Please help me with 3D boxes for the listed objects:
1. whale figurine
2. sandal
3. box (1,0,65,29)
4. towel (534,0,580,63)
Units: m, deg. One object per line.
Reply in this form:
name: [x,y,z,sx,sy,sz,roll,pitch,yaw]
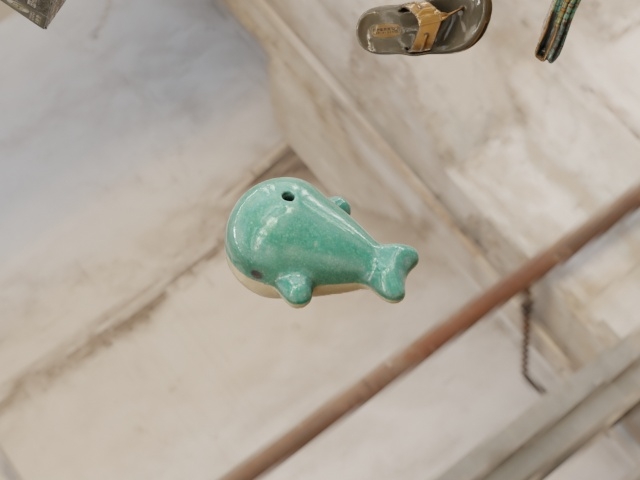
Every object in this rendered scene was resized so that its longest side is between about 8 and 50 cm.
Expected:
whale figurine: [0.000,0.000,2.061,0.141,0.272,0.216,93,-162,-44]
sandal: [0.130,-0.291,1.967,0.060,0.219,0.090,-11,-81,-53]
box: [-0.338,-0.369,1.885,0.147,0.077,0.180,-58,8,-13]
towel: [0.346,-0.406,1.785,0.271,0.040,0.370,-55,-14,-70]
